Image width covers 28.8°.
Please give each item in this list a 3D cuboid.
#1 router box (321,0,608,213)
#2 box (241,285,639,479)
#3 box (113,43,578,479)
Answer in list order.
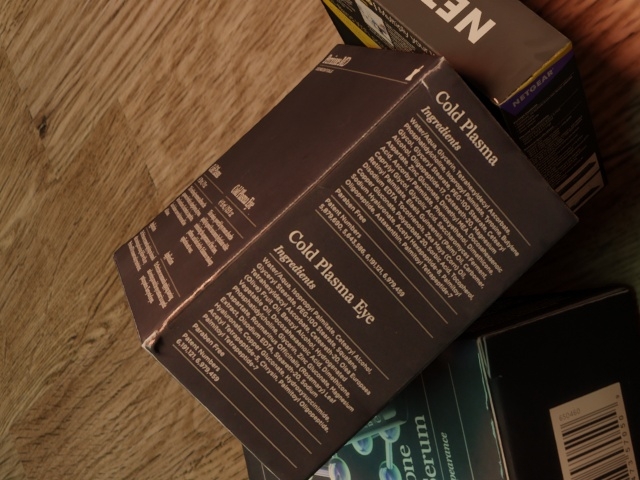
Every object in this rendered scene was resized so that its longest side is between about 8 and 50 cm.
[{"bbox_3d":[0.110,-0.171,1.119,0.309,0.081,0.243,47,177,30],"label":"router box"},{"bbox_3d":[0.119,0.220,1.231,0.395,0.212,0.294,-11,92,52],"label":"box"},{"bbox_3d":[0.000,0.000,1.091,0.179,0.312,0.343,46,179,-17],"label":"box"}]
